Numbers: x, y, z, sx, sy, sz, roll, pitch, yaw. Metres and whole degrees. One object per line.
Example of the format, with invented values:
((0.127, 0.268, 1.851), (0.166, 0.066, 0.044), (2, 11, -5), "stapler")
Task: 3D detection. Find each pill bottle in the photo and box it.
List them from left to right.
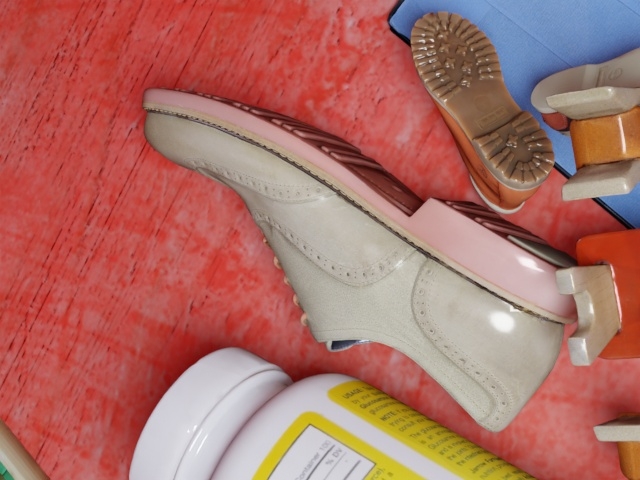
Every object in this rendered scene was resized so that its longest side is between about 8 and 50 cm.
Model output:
((0.039, 0.207, 0.782), (0.334, 0.188, 0.188), (27, 93, 28), "pill bottle")

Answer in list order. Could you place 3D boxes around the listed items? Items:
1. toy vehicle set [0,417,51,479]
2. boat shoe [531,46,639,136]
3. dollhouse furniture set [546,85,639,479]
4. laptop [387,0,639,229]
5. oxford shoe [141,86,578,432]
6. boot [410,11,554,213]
((-0.373, 0.197, 1.074), (0.267, 0.035, 0.166), (42, 99, 26), "toy vehicle set")
((0.208, -0.097, 0.785), (0.137, 0.043, 0.049), (-8, 50, 43), "boat shoe")
((0.277, 0.024, 0.688), (0.259, 0.135, 0.262), (-7, 96, 33), "dollhouse furniture set")
((0.258, -0.229, 0.736), (0.236, 0.408, 0.382), (-36, 63, -20), "laptop")
((0.000, 0.000, 0.872), (0.397, 0.140, 0.147), (30, 102, 30), "oxford shoe")
((0.111, -0.092, 0.860), (0.059, 0.085, 0.158), (-24, 71, -8), "boot")
